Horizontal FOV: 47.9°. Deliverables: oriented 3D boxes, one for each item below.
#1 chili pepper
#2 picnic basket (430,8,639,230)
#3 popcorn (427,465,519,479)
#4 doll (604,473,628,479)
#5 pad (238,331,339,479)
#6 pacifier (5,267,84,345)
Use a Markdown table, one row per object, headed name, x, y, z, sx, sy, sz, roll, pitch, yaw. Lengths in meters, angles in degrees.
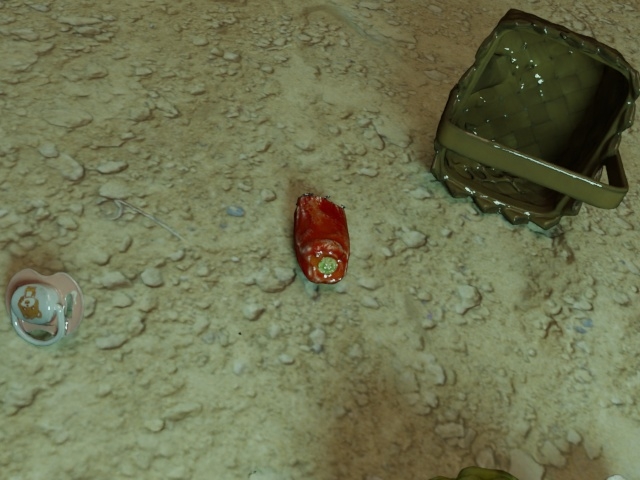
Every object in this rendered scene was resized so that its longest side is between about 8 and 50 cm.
| name | x | y | z | sx | sy | sz | roll | pitch | yaw |
| --- | --- | --- | --- | --- | --- | --- | --- | --- | --- |
| chili pepper | 0.000 | 0.000 | 0.939 | 0.070 | 0.073 | 0.123 | -24 | 42 | 17 |
| picnic basket | 0.301 | -0.160 | 1.038 | 0.254 | 0.291 | 0.321 | 23 | 32 | 2 |
| popcorn | 0.158 | 0.313 | 0.580 | 0.258 | 0.224 | 0.270 | 27 | 31 | -21 |
| doll | 0.342 | 0.402 | 0.648 | 0.188 | 0.099 | 0.384 | 0 | 50 | -19 |
| pad | -0.068 | 0.258 | 0.669 | 0.250 | 0.055 | 0.323 | -18 | 73 | -32 |
| pacifier | -0.290 | 0.070 | 0.782 | 0.099 | 0.081 | 0.078 | 6 | 7 | 16 |
